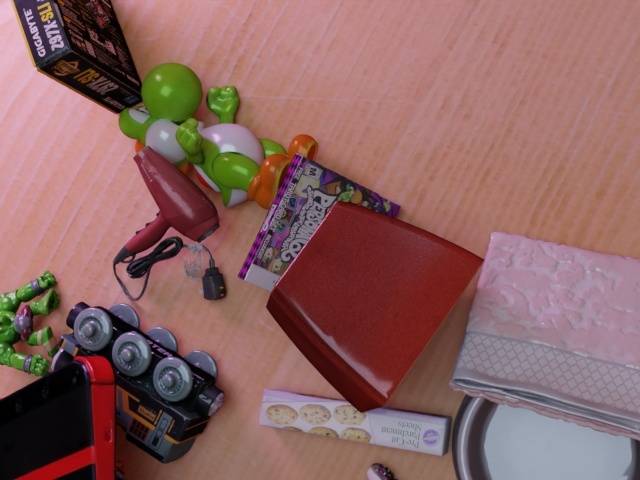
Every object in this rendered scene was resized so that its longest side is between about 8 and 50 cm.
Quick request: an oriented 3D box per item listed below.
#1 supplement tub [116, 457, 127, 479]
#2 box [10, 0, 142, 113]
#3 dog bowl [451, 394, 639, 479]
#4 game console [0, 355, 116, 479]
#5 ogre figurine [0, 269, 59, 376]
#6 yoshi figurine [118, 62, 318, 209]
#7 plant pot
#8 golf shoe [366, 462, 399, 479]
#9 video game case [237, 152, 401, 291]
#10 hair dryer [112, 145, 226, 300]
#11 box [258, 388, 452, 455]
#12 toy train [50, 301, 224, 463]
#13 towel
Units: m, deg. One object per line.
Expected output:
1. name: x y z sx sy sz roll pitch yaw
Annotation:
1. supplement tub: -0.392 0.475 1.902 0.117 0.117 0.190 -15 49 13
2. box: -0.438 -0.384 1.941 0.079 0.322 0.257 -25 78 9
3. dog bowl: 0.376 0.337 1.749 0.348 0.102 0.349 -2 84 15
4. game console: -0.464 0.398 1.870 0.386 0.060 0.342 -28 61 41
5. ogre figurine: -0.548 0.156 2.024 0.118 0.097 0.197 -6 84 10
6. yoshi figurine: -0.192 -0.202 1.933 0.362 0.203 0.203 22 74 19
7. plant pot: 0.061 0.090 1.723 0.235 0.267 0.267 35 78 1
8. golf shoe: 0.117 0.462 1.821 0.086 0.067 0.186 -31 77 11
9. video game case: 0.000 0.000 1.859 0.210 0.042 0.232 26 90 -25
10. hair dryer: -0.284 -0.022 1.934 0.223 0.080 0.294 2 107 14
11. box: 0.057 0.305 1.858 0.323 0.063 0.067 8 86 16
12. toy train: -0.330 0.245 1.940 0.333 0.142 0.190 29 101 17
13. towel: 0.394 0.137 1.718 0.331 0.053 0.317 13 54 15
